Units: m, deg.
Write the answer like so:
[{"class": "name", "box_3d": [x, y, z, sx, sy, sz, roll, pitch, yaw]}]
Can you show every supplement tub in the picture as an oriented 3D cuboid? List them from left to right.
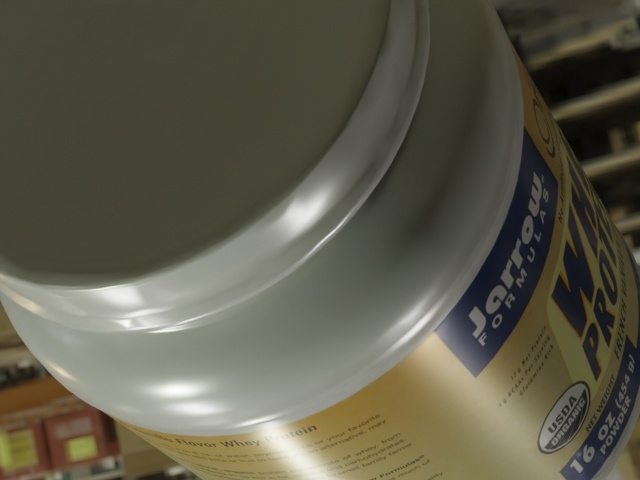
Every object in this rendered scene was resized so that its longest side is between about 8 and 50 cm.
[{"class": "supplement tub", "box_3d": [0.000, 0.000, 0.672, 0.228, 0.228, 0.316, -16, 148, 19]}]
